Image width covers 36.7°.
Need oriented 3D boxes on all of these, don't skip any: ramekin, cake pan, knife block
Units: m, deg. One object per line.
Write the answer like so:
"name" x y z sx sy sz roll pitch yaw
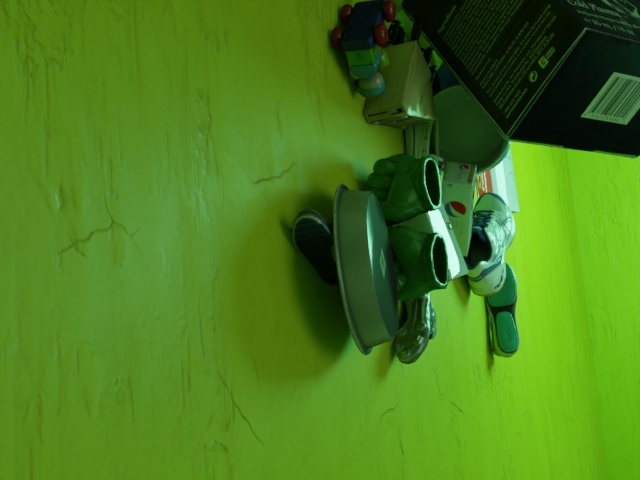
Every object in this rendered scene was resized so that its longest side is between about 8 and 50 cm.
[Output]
"ramekin" 0.331 -0.249 2.195 0.109 0.207 0.207 -23 103 -74
"cake pan" 0.081 0.045 1.631 0.293 0.054 0.293 -9 90 -78
"knife block" 0.164 -0.360 2.007 0.275 0.088 0.242 -7 87 -64

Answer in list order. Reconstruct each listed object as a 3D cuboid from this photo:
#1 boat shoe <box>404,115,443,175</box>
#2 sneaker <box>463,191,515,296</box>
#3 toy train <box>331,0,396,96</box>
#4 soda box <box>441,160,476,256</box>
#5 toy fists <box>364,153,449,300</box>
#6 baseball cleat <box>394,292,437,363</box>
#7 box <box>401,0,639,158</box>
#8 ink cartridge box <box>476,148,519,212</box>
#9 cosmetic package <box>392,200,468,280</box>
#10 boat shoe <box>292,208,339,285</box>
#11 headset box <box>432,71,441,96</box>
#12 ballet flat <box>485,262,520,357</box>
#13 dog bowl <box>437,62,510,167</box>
"boat shoe" 0.228 -0.166 2.088 0.083 0.075 0.226 7 75 -64
"sneaker" 0.409 -0.014 2.376 0.131 0.111 0.297 52 37 -45
"toy train" 0.104 -0.403 1.893 0.248 0.105 0.143 -71 153 -45
"soda box" 0.303 -0.068 2.140 0.074 0.069 0.216 -70 162 -44
"toy fists" 0.149 -0.026 1.803 0.096 0.142 0.279 9 73 -56
"baseball cleat" 0.200 0.182 1.917 0.109 0.072 0.206 61 32 -35
"box" 0.522 -0.459 2.150 0.479 0.297 0.472 2 43 -38
"ink cartridge box" 0.484 -0.172 2.653 0.232 0.066 0.189 7 76 -68
"cosmetic package" 0.207 -0.023 1.936 0.117 0.085 0.231 -13 83 -63
"boat shoe" 0.000 0.000 1.579 0.183 0.066 0.066 65 23 -50
"headset box" 0.254 -0.365 2.259 0.083 0.032 0.062 -29 107 -63
"ballet flat" 0.466 0.182 2.486 0.086 0.086 0.249 33 54 -58
"dog bowl" 0.360 -0.314 2.327 0.074 0.165 0.297 -2 84 -53
